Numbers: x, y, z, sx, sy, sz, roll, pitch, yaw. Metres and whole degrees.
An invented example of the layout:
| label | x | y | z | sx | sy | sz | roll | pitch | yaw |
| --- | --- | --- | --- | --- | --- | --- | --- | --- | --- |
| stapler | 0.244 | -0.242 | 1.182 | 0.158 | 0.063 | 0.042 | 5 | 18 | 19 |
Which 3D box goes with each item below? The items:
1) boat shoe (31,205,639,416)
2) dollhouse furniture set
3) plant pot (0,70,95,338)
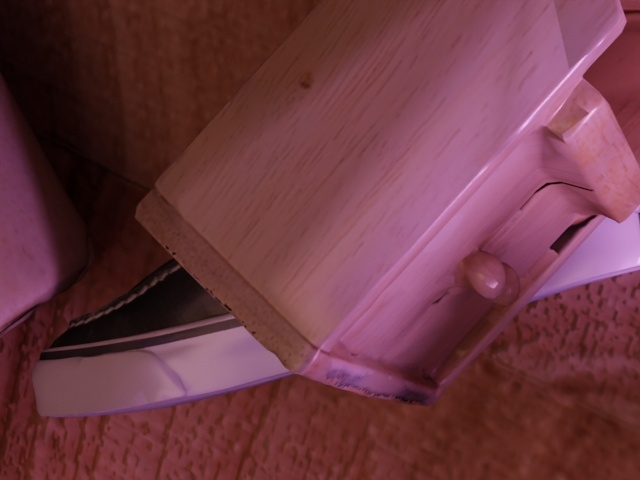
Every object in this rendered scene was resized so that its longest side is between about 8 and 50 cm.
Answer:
| label | x | y | z | sx | sy | sz | roll | pitch | yaw |
| --- | --- | --- | --- | --- | --- | --- | --- | --- | --- |
| boat shoe | -0.002 | 0.000 | 0.687 | 0.306 | 0.113 | 0.105 | -19 | 84 | 30 |
| dollhouse furniture set | 0.189 | 0.039 | 0.443 | 0.394 | 0.362 | 0.256 | 43 | 95 | 19 |
| plant pot | -0.276 | -0.051 | 0.745 | 0.333 | 0.334 | 0.305 | -34 | 94 | 32 |
